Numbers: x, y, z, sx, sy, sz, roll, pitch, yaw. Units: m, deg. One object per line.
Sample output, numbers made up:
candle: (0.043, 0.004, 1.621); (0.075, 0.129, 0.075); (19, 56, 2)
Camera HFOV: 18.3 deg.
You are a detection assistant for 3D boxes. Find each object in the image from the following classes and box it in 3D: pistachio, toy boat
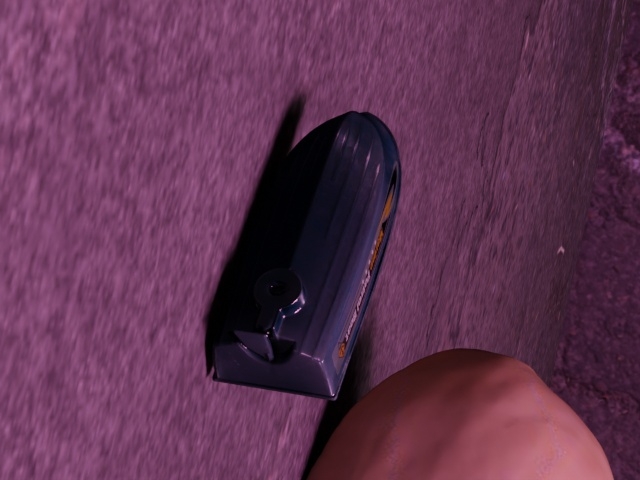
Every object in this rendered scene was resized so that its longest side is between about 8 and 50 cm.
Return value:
pistachio: (0.056, 0.201, 1.066); (0.187, 0.187, 0.299); (78, 32, -64)
toy boat: (0.000, 0.000, 0.821); (0.060, 0.055, 0.141); (73, 30, -53)
